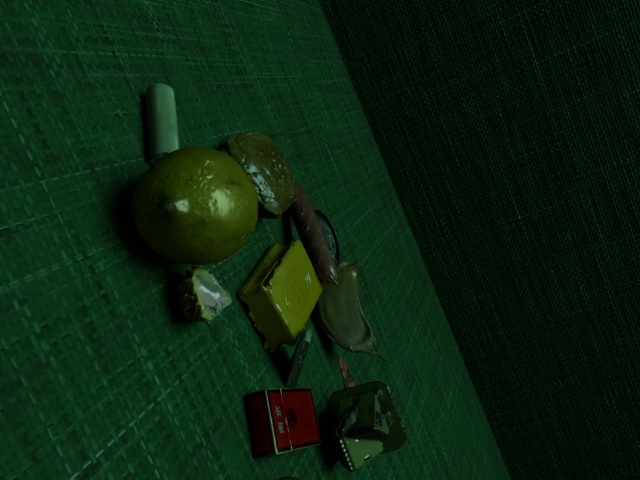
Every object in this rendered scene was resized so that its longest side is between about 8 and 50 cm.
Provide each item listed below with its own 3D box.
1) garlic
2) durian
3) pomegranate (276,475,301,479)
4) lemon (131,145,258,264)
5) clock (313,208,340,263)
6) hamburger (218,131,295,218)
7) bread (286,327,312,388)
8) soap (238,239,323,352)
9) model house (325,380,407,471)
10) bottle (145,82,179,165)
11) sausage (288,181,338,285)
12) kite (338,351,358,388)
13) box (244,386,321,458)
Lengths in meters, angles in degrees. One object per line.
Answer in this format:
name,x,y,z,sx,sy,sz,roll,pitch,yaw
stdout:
garlic,0.076,0.242,1.914,0.151,0.196,0.338,-9,81,-52
durian,-0.267,0.131,1.358,0.140,0.078,0.224,61,10,10
pomegranate,-0.076,0.602,1.355,0.130,0.130,0.130,49,30,-41
lemon,-0.266,-0.073,1.283,0.310,0.258,0.258,-21,91,-75
clock,0.000,0.000,2.130,0.226,0.049,0.226,49,30,-43
hamburger,-0.180,-0.188,1.751,0.265,0.134,0.285,64,20,-19
bread,-0.057,0.302,1.621,0.112,0.036,0.193,-73,-179,-56
soap,-0.104,0.145,1.691,0.204,0.096,0.324,64,23,-16
model house,0.100,0.554,1.671,0.218,0.205,0.278,68,20,-1
bottle,-0.379,-0.275,1.438,0.072,0.072,0.201,31,44,-58
sausage,-0.035,-0.032,1.920,0.088,0.088,0.433,37,23,-54
kite,0.106,0.491,2.008,0.125,0.008,0.222,30,44,-58
box,-0.089,0.450,1.499,0.240,0.074,0.153,24,54,-61
